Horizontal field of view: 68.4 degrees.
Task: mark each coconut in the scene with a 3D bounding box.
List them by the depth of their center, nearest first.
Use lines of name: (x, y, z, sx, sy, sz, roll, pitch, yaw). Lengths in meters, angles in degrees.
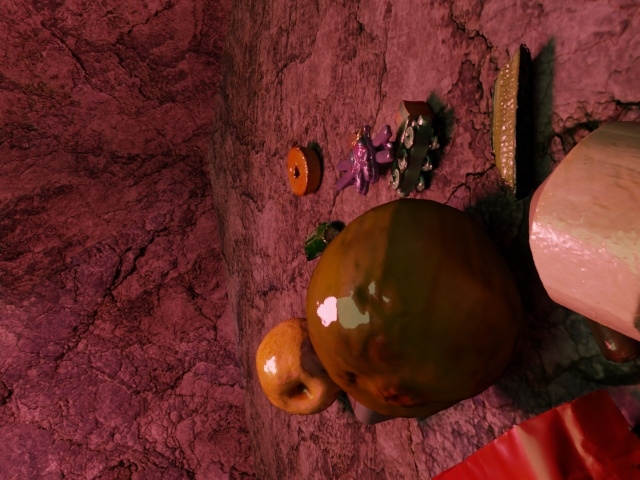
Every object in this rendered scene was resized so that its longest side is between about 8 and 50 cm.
coconut: (0.308, -0.010, 0.457, 0.222, 0.202, 0.202, -138, 50, -58)

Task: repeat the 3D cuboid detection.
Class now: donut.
donut: (-0.049, -0.219, 1.486, 0.178, 0.065, 0.162, -148, 53, -62)

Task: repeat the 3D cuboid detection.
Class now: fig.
fig: (0.138, 0.089, 0.748, 0.343, 0.343, 0.343, 178, 90, -68)

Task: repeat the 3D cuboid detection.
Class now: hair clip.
hair clip: (0.090, -0.159, 1.015, 0.278, 0.090, 0.137, 124, 145, -81)

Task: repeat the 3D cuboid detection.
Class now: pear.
pear: (-0.050, 0.340, 1.312, 0.271, 0.271, 0.271, 178, 90, -68)

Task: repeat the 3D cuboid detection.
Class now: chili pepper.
chili pepper: (0.002, 0.000, 1.385, 0.224, 0.061, 0.098, 145, 134, -68)

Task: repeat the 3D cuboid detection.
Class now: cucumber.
cucumber: (0.285, -0.167, 0.700, 0.070, 0.046, 0.220, -169, 79, -69)

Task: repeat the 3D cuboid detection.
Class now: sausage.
sausage: (0.336, 0.067, 0.590, 0.040, 0.047, 0.176, -43, 52, 42)

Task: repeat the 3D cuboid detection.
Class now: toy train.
toy train: (0.178, -0.178, 0.933, 0.118, 0.074, 0.176, -103, 18, -47)

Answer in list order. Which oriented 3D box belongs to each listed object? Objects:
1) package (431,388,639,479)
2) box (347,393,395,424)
package: (0.283, 0.383, 0.658, 0.423, 0.123, 0.196, 111, 146, -47)
box: (0.110, 0.234, 1.026, 0.182, 0.175, 0.312, 96, 158, -43)
